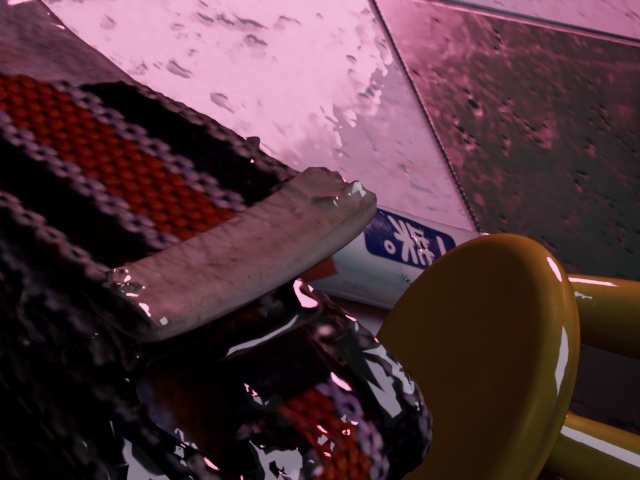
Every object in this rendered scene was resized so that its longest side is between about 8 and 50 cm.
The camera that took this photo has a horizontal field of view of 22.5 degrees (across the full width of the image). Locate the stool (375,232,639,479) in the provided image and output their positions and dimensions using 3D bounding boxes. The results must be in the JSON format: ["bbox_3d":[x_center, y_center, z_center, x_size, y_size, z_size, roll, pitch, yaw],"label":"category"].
[{"bbox_3d":[0.080,0.068,0.535,0.110,0.134,0.135,25,-3,-27],"label":"stool"}]

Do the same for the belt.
[{"bbox_3d":[-0.117,-0.047,0.466,0.094,0.126,0.359,-29,70,-41],"label":"belt"}]

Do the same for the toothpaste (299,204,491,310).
[{"bbox_3d":[0.000,0.000,0.588,0.205,0.036,0.056,15,47,-38],"label":"toothpaste"}]
